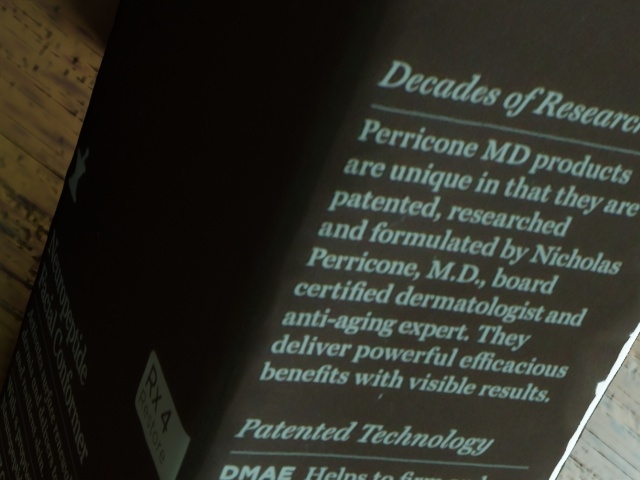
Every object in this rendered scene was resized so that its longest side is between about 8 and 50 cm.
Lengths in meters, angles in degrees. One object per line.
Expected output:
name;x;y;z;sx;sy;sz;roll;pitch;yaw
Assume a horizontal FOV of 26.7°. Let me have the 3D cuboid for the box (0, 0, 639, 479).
box;0.000;0.000;0.460;0.143;0.191;0.381;9;120;-26
